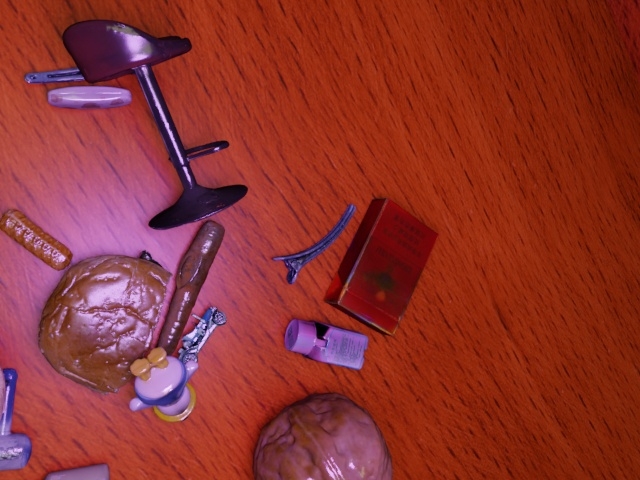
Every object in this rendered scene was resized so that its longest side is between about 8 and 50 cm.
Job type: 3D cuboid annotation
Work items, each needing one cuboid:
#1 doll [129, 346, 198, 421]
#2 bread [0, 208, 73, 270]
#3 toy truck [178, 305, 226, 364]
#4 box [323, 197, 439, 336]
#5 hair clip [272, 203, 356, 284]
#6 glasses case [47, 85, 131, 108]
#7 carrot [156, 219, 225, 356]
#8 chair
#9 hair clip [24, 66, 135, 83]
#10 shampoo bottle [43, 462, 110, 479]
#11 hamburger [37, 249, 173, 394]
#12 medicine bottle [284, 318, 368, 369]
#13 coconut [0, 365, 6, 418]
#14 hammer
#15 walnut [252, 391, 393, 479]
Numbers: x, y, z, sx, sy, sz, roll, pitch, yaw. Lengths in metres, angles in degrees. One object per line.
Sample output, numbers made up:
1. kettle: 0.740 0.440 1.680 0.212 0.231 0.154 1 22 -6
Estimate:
1. doll: -0.323 0.314 1.070 0.098 0.241 0.135 16 56 9
2. bread: -0.579 0.000 1.037 0.157 0.044 0.052 44 66 -19
3. toy truck: -0.281 0.215 1.159 0.078 0.080 0.154 35 74 -3
4. box: 0.166 0.070 1.360 0.197 0.089 0.313 33 76 -23
5. hair clip: 0.000 0.000 1.315 0.275 0.048 0.083 -39 103 -26
6. glasses case: -0.486 -0.302 1.075 0.164 0.063 0.041 -9 90 -26
7. carrot: -0.304 0.114 1.155 0.070 0.070 0.342 24 81 -23
8. chair: -0.318 -0.245 1.022 0.226 0.226 0.401 -29 113 -23
9. hair clip: -0.500 -0.357 1.081 0.229 0.070 0.039 -19 97 -17
10. shampoo bottle: -0.518 0.509 1.037 0.162 0.079 0.079 1 89 -25
11. hamburger: -0.450 0.151 1.048 0.211 0.132 0.309 28 80 -26
12. medicine bottle: 0.011 0.255 1.267 0.188 0.119 0.094 18 81 -24
13. coconut: -0.699 0.282 0.885 0.259 0.259 0.259 0 89 -25
14. hammer: -0.629 0.352 1.003 0.116 0.069 0.194 5 79 -24
15. walnut: 0.009 0.505 1.141 0.306 0.344 0.306 -5 101 -27
